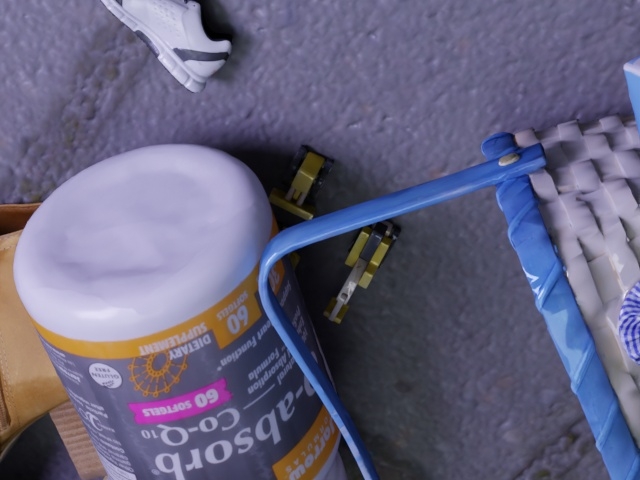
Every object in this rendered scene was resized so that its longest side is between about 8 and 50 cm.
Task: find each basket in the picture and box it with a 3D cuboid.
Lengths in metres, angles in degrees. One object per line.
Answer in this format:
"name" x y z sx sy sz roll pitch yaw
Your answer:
"basket" 0.137 0.055 1.075 0.289 0.201 0.254 -23 114 13

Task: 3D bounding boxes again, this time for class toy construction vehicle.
"toy construction vehicle" 0.000 0.000 1.190 0.086 0.035 0.098 29 125 -3

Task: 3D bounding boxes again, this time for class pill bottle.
"pill bottle" -0.076 0.088 1.180 0.162 0.162 0.278 -4 132 19

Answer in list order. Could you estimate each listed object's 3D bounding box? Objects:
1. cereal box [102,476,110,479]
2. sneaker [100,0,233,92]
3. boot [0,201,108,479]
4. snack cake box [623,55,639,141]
"cereal box" -0.054 0.272 1.373 0.240 0.047 0.173 10 124 10
"sneaker" -0.098 -0.142 1.132 0.044 0.040 0.109 -41 108 16
"boot" -0.270 0.084 1.291 0.295 0.104 0.211 -16 111 15
"snack cake box" 0.295 -0.064 0.935 0.264 0.089 0.152 -27 120 -18
